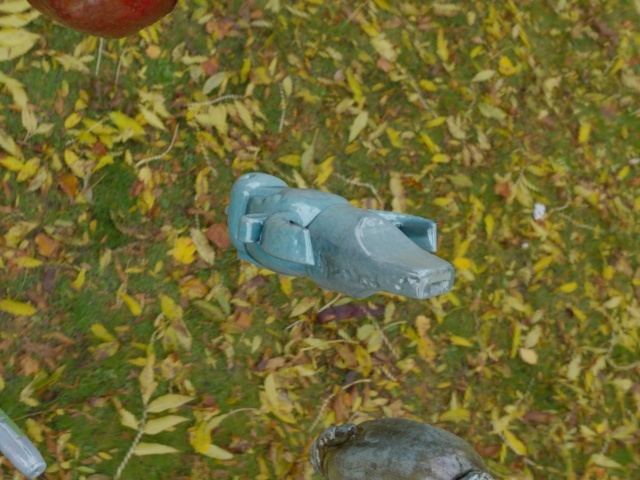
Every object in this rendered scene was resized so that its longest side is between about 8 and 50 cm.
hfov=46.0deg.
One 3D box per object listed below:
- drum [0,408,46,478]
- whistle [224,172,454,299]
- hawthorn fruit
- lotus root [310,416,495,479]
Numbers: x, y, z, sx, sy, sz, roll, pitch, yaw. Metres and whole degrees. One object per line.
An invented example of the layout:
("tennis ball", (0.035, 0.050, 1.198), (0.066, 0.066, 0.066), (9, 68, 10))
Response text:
("drum", (-0.424, 0.199, 0.907), (0.253, 0.130, 0.049), (52, 33, 15))
("whistle", (0.000, 0.000, 0.700), (0.186, 0.274, 0.093), (-5, 107, -46))
("hawthorn fruit", (-0.204, -0.276, 0.744), (0.194, 0.157, 0.156), (2, 72, -60))
("lotus root", (0.139, 0.368, 1.170), (0.175, 0.350, 0.174), (1, 89, -42))
